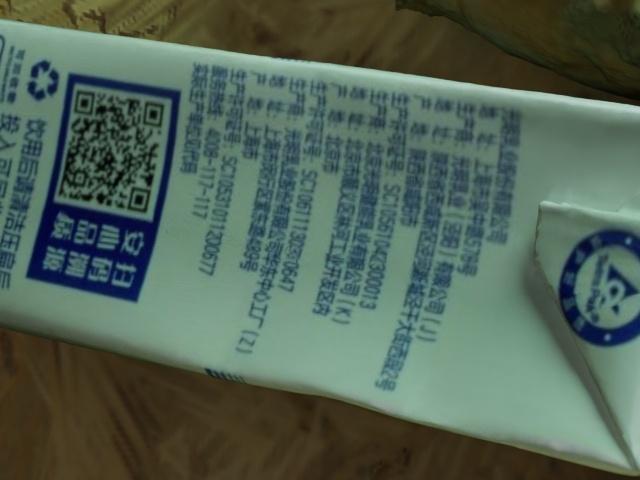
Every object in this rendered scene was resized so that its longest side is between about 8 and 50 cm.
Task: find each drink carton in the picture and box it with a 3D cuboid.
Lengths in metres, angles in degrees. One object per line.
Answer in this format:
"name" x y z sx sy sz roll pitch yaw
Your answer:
"drink carton" 0.000 0.000 0.603 0.315 0.130 0.107 12 90 32

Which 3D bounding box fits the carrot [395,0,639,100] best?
"carrot" 0.073 -0.105 0.598 0.263 0.102 0.102 23 95 34
